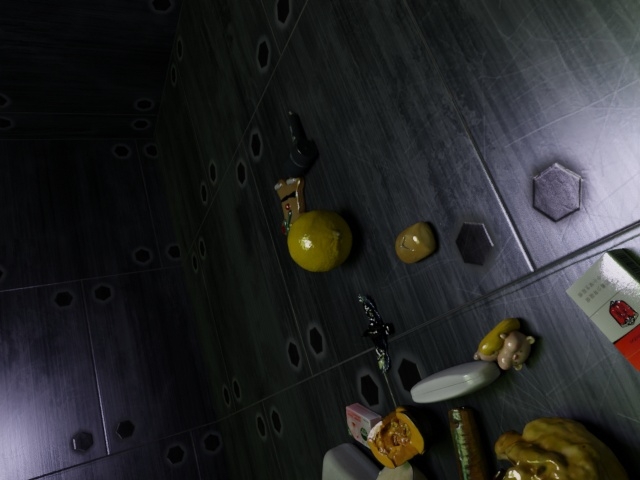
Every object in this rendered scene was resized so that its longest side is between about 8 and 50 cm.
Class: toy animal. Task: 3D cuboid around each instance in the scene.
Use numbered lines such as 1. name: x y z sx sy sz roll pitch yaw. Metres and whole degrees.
1. toy animal: 0.341 0.208 0.884 0.082 0.091 0.114 46 135 26
2. toy animal: 0.145 0.244 1.268 0.108 0.062 0.220 117 138 -71

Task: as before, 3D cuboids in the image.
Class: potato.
1. potato: 0.213 0.649 1.175 0.202 0.117 0.182 -53 11 51

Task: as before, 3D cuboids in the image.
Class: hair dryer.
1. hair dryer: -0.081 -0.320 1.517 0.124 0.072 0.219 -43 53 52

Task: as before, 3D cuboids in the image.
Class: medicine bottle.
1. medicine bottle: 0.102 0.810 1.392 0.282 0.123 0.375 21 116 59

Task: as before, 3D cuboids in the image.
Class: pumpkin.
1. pumpkin: 0.207 0.463 1.149 0.183 0.108 0.119 -50 61 43

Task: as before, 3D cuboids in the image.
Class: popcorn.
1. popcorn: 0.382 0.390 0.754 0.253 0.191 0.190 30 109 64

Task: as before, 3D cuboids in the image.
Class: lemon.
1. lemon: 0.000 0.000 1.334 0.203 0.178 0.178 -23 77 61

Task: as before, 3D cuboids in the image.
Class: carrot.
1. carrot: 0.319 0.481 1.001 0.070 0.070 0.260 -23 75 59

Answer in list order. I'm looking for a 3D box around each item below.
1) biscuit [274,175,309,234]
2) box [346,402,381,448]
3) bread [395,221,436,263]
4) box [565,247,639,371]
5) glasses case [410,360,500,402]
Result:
1. biscuit: -0.087 -0.073 1.598 0.197 0.049 0.301 -16 84 62
2. box: 0.126 0.532 1.366 0.125 0.043 0.089 -1 96 60
3. bread: 0.210 0.008 1.089 0.115 0.056 0.082 -32 68 58
4. box: 0.455 0.100 0.700 0.152 0.048 0.100 58 144 33
5. glasses case: 0.278 0.300 1.003 0.233 0.092 0.059 -44 64 53
